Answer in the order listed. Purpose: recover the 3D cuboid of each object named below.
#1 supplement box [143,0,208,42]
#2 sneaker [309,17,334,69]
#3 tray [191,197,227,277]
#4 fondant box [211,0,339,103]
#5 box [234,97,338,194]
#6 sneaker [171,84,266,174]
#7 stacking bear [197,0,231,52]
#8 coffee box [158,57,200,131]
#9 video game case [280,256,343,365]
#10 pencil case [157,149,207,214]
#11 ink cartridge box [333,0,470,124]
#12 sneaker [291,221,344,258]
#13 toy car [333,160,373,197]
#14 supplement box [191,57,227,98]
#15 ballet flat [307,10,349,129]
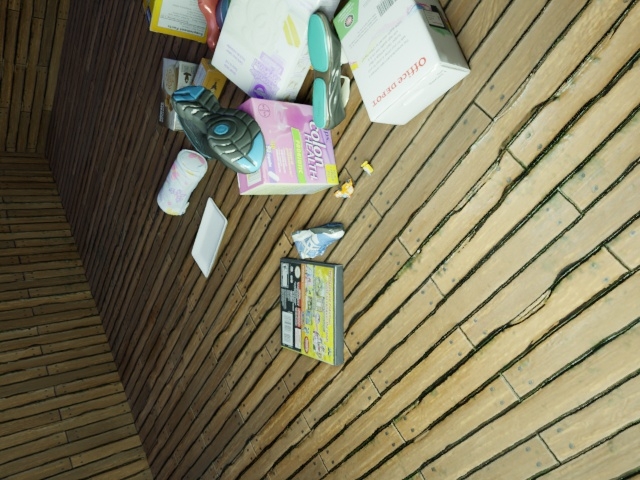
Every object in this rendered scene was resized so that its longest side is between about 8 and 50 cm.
[{"bbox_3d":[-0.440,-0.871,1.627,0.357,0.194,0.195,-59,42,38],"label":"supplement box"},{"bbox_3d":[-0.013,-0.537,1.304,0.064,0.067,0.175,38,120,42],"label":"sneaker"},{"bbox_3d":[-0.403,-0.009,1.834,0.145,0.030,0.271,48,127,33],"label":"tray"},{"bbox_3d":[-0.125,-0.535,1.280,0.238,0.096,0.330,42,130,13],"label":"fondant box"},{"bbox_3d":[-0.092,-0.235,1.292,0.117,0.242,0.214,-14,83,49],"label":"box"},{"bbox_3d":[-0.236,-0.250,1.211,0.341,0.125,0.140,46,154,33],"label":"sneaker"},{"bbox_3d":[-0.184,-0.652,1.423,0.288,0.164,0.176,6,116,37],"label":"stacking bear"},{"bbox_3d":[-0.524,-0.542,1.863,0.141,0.098,0.247,29,115,44],"label":"coffee box"},{"bbox_3d":[-0.029,0.194,1.425,0.248,0.035,0.275,5,97,49],"label":"video game case"},{"bbox_3d":[-0.526,-0.215,1.890,0.124,0.113,0.273,55,132,18],"label":"pencil case"},{"bbox_3d":[0.166,-0.421,1.073,0.201,0.117,0.278,-34,68,45],"label":"ink cartridge box"},{"bbox_3d":[0.000,0.000,1.348,0.211,0.080,0.081,-13,91,58],"label":"sneaker"},{"bbox_3d":[0.083,-0.142,1.248,0.040,0.060,0.122,46,141,-5],"label":"toy car"},{"bbox_3d":[-0.407,-0.517,1.750,0.233,0.078,0.080,-51,55,38],"label":"supplement box"},{"bbox_3d":[0.023,-0.413,1.218,0.095,0.096,0.281,38,140,43],"label":"ballet flat"}]
